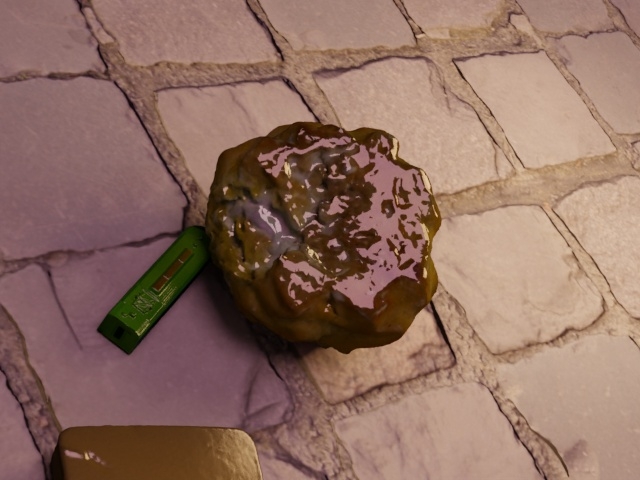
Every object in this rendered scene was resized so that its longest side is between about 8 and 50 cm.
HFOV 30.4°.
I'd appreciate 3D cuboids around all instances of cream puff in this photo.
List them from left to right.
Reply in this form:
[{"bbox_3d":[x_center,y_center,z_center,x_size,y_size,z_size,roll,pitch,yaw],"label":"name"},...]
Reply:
[{"bbox_3d":[-0.002,0.000,1.309,0.282,0.185,0.282,4,74,-13],"label":"cream puff"}]

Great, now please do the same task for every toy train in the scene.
[{"bbox_3d":[-0.159,0.036,1.259,0.044,0.042,0.209,38,43,-1],"label":"toy train"}]

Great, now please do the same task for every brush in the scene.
[{"bbox_3d":[-0.147,0.237,1.083,0.197,0.059,0.123,7,48,-30],"label":"brush"}]
